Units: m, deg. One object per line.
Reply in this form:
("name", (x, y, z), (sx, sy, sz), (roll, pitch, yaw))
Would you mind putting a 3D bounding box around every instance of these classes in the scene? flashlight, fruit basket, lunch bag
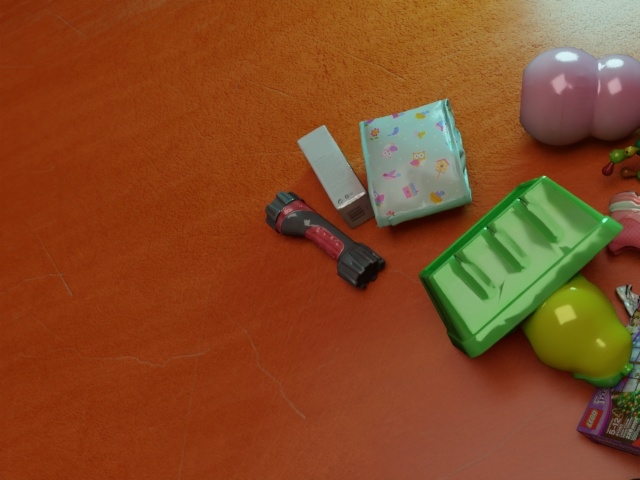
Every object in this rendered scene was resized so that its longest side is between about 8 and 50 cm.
("flashlight", (0.000, 0.000, 1.654), (0.304, 0.103, 0.103), (40, 112, 31))
("fruit basket", (0.420, 0.109, 1.358), (0.391, 0.283, 0.392), (0, 89, 1))
("lunch bag", (0.216, -0.158, 1.605), (0.223, 0.160, 0.262), (-14, 56, 15))

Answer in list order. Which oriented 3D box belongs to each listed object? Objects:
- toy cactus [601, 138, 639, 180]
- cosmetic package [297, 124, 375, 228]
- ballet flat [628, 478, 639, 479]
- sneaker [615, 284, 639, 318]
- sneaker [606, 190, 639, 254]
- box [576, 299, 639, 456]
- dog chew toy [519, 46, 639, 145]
("toy cactus", (0.692, -0.174, 1.423), (0.218, 0.112, 0.181), (18, 114, 18))
("cosmetic package", (0.041, -0.151, 1.697), (0.085, 0.117, 0.231), (-31, 60, 5))
("ballet flat", (0.569, 0.538, 1.181), (0.096, 0.095, 0.281), (-31, 48, 17))
("sneaker", (0.606, 0.122, 1.388), (0.036, 0.032, 0.083), (-23, 60, 11))
("sneaker", (0.705, 0.005, 1.374), (0.313, 0.116, 0.136), (15, 83, 34))
("box", (0.591, 0.234, 1.247), (0.057, 0.201, 0.293), (36, 75, -14))
("dog chew toy", (0.592, -0.299, 1.500), (0.331, 0.207, 0.207), (5, 68, 16))
